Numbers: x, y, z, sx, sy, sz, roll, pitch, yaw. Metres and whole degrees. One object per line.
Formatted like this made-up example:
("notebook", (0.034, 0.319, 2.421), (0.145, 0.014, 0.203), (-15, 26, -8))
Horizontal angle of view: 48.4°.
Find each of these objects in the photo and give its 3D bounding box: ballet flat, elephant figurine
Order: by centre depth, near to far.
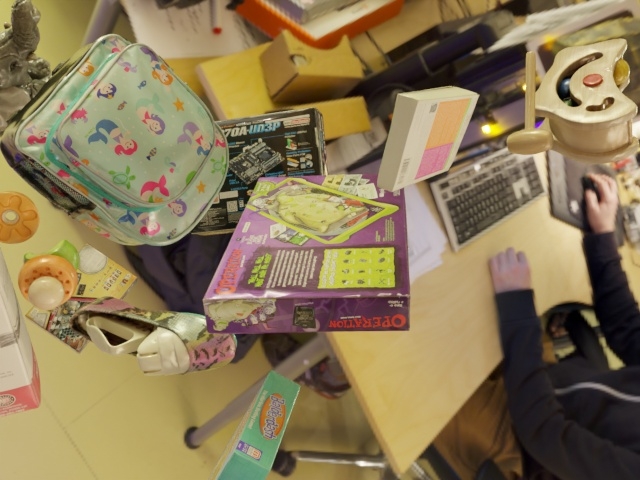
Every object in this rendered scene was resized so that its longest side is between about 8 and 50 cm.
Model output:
("ballet flat", (-0.205, 0.117, 0.832), (0.079, 0.222, 0.076), (-31, 126, -54))
("elephant figurine", (-0.496, -0.252, 1.082), (0.170, 0.239, 0.185), (11, 84, -1))

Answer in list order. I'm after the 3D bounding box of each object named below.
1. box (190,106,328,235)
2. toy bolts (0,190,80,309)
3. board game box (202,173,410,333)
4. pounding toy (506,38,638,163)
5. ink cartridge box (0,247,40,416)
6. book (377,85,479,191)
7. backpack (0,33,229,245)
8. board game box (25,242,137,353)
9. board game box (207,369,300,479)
("box", (-0.100, -0.104, 1.112), (0.051, 0.220, 0.175), (20, 64, -78))
("toy bolts", (-0.571, 0.049, 1.261), (0.229, 0.158, 0.218), (-24, 118, -3))
("board game box", (0.000, 0.000, 0.853), (0.347, 0.208, 0.056), (-78, 169, -64))
("pounding toy", (0.391, -0.218, 1.043), (0.269, 0.154, 0.154), (-55, 138, -31))
("ink cartridge box", (-0.428, 0.108, 0.818), (0.159, 0.092, 0.217), (-12, 128, -16))
("book", (0.113, -0.109, 0.753), (0.144, 0.035, 0.096), (-22, 131, -55))
("backpack", (-0.246, -0.118, 0.934), (0.253, 0.191, 0.225), (47, 62, -31))
("board game box", (-0.619, 0.149, 1.857), (0.165, 0.042, 0.243), (35, 66, -2))
("board game box", (-0.103, 0.283, 0.860), (0.047, 0.210, 0.160), (28, 26, -1))
